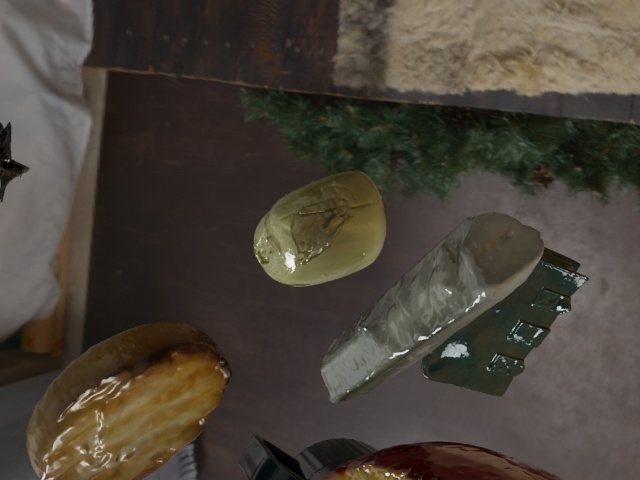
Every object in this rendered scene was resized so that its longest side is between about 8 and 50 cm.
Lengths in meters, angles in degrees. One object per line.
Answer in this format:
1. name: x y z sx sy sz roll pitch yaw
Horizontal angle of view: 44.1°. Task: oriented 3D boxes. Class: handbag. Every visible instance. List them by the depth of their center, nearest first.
1. handbag: 0.350 0.151 1.566 0.326 0.238 0.089 -60 24 22

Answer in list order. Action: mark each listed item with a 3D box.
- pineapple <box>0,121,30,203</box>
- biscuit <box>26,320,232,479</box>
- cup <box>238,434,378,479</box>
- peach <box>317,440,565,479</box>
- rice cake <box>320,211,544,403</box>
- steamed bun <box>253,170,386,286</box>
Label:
1. pineapple: -0.466 -0.123 0.939 0.119 0.237 0.111 -56 34 10
2. biscuit: -0.267 0.230 1.099 0.102 0.296 0.296 43 111 30
3. cup: 0.028 0.439 1.207 0.307 0.292 0.242 5 87 -11
4. peach: 0.119 0.306 0.589 0.380 0.242 0.306 156 116 -69
5. rice cake: 0.060 0.056 0.535 0.052 0.057 0.256 42 149 3
6. steamed bun: 0.000 0.000 1.489 0.166 0.232 0.273 59 153 13
